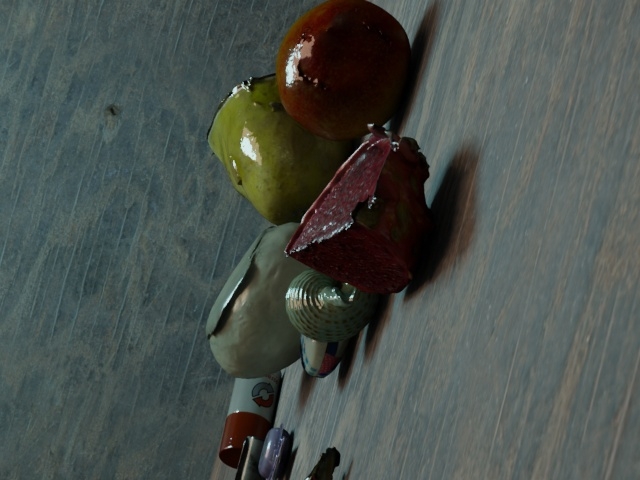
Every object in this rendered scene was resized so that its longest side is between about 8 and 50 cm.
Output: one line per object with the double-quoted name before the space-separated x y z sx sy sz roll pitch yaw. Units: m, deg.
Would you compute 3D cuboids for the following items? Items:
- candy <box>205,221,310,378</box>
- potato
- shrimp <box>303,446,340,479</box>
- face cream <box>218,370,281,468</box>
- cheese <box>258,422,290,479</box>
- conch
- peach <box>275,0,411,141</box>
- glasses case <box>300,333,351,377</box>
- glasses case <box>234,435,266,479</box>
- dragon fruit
"candy" -0.081 0.111 2.016 0.295 0.185 0.295 -58 2 3
"potato" -0.060 -0.131 2.309 0.397 0.289 0.296 75 177 -63
"shrimp" -0.027 0.376 1.387 0.145 0.059 0.254 -90 16 -60
"face cream" -0.144 0.360 2.376 0.096 0.095 0.214 113 171 -51
"cheese" -0.077 0.368 1.966 0.191 0.042 0.105 157 129 -83
"conch" 0.027 0.070 1.493 0.153 0.102 0.135 2 61 51
"peach" 0.038 -0.269 1.800 0.231 0.231 0.231 -164 90 -84
"glasses case" 0.034 0.035 1.634 0.125 0.076 0.328 178 107 -82
"glasses case" -0.140 0.507 2.063 0.114 0.060 0.299 58 -136 -69
"dragon fruit" 0.075 -0.037 1.282 0.161 0.126 0.274 -66 13 -16
